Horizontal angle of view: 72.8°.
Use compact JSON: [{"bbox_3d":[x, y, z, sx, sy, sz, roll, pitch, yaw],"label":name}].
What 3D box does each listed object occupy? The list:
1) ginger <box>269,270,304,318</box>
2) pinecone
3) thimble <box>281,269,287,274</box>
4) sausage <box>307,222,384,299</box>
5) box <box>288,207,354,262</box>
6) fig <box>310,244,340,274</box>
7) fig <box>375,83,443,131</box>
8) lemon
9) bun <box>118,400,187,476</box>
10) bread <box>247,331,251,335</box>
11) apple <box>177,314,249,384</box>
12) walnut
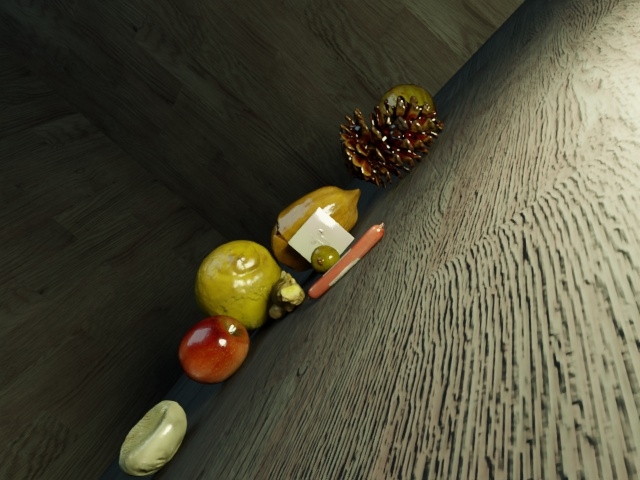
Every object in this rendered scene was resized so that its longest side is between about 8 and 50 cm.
[{"bbox_3d":[-0.090,0.141,1.173,0.115,0.081,0.205,-59,8,-30],"label":"ginger"},{"bbox_3d":[0.190,-0.287,1.208,0.292,0.246,0.246,-32,7,7],"label":"pinecone"},{"bbox_3d":[-0.226,0.178,1.778,0.143,0.137,0.190,-48,-18,19],"label":"thimble"},{"bbox_3d":[0.050,0.051,0.931,0.253,0.034,0.034,-46,6,24],"label":"sausage"},{"bbox_3d":[0.000,0.000,1.203,0.130,0.129,0.051,-49,5,-4],"label":"box"},{"bbox_3d":[0.016,0.047,1.071,0.074,0.074,0.088,-47,-13,17],"label":"fig"},{"bbox_3d":[0.308,-0.400,1.441,0.217,0.217,0.321,-47,26,12],"label":"fig"},{"bbox_3d":[-0.251,0.143,1.361,0.297,0.297,0.297,-48,5,5],"label":"lemon"},{"bbox_3d":[-0.397,0.489,1.062,0.183,0.102,0.183,-33,21,15],"label":"bun"},{"bbox_3d":[-0.346,0.317,1.594,0.344,0.149,0.195,-49,11,-11],"label":"bread"},{"bbox_3d":[-0.292,0.299,1.193,0.168,0.181,0.181,-45,6,14],"label":"apple"},{"bbox_3d":[-0.010,-0.049,1.327,0.336,0.209,0.209,-41,6,7],"label":"walnut"}]
